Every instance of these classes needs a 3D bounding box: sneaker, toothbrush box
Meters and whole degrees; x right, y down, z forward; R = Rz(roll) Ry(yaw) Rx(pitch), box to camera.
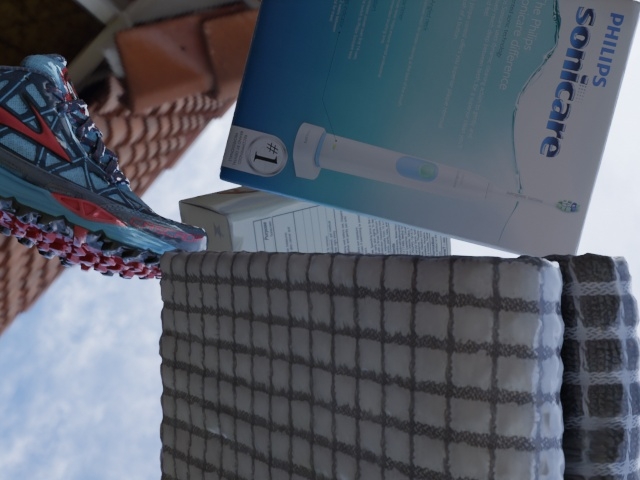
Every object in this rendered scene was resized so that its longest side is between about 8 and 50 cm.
[{"bbox_3d":[-0.181,-0.064,0.609,0.125,0.262,0.104,-67,-164,-16],"label":"sneaker"},{"bbox_3d":[0.089,-0.117,0.781,0.296,0.126,0.216,13,-86,7],"label":"toothbrush box"}]

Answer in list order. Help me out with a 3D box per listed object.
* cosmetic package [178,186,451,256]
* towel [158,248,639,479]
[{"bbox_3d":[0.000,0.000,1.084,0.129,0.296,0.153,17,-64,55],"label":"cosmetic package"},{"bbox_3d":[0.026,0.120,0.466,0.284,0.121,0.234,-2,-92,54],"label":"towel"}]
